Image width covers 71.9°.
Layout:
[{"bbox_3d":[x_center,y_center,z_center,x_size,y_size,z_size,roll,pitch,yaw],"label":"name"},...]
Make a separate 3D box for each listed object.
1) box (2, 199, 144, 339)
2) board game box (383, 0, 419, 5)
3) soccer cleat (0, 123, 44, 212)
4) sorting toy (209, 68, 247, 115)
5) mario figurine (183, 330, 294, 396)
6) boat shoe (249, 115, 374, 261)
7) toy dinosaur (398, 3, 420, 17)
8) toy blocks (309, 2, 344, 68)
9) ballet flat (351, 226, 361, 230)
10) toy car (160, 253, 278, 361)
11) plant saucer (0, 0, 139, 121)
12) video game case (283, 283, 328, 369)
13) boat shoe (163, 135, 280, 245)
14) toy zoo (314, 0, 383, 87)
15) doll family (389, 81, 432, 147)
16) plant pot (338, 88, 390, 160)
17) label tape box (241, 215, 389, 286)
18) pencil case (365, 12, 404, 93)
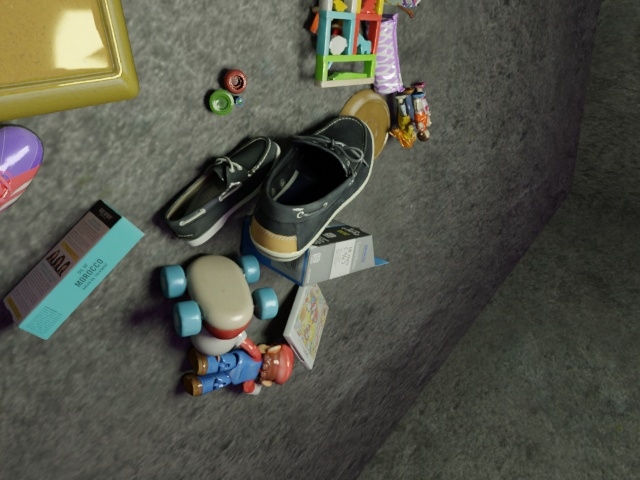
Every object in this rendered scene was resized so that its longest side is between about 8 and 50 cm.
[{"bbox_3d":[-0.443,0.047,0.797,0.244,0.100,0.060,-51,141,-13],"label":"box"},{"bbox_3d":[0.169,-0.708,1.004,0.144,0.142,0.275,-52,140,-13],"label":"board game box"},{"bbox_3d":[-0.527,-0.038,0.640,0.318,0.116,0.109,-49,140,-16],"label":"soccer cleat"},{"bbox_3d":[-0.192,-0.309,0.925,0.061,0.042,0.102,36,95,-36],"label":"sorting toy"},{"bbox_3d":[-0.220,0.338,1.232,0.320,0.170,0.198,6,143,-39],"label":"mario figurine"},{"bbox_3d":[0.005,-0.166,1.009,0.500,0.186,0.156,-56,165,-40],"label":"boat shoe"},{"bbox_3d":[0.231,-0.638,1.200,0.082,0.047,0.090,-21,139,-17],"label":"toy dinosaur"},{"bbox_3d":[0.019,-0.491,1.035,0.123,0.054,0.148,13,101,-51],"label":"toy blocks"},{"bbox_3d":[0.067,0.008,1.397,0.173,0.049,0.057,-35,92,-31],"label":"ballet flat"},{"bbox_3d":[-0.252,0.178,1.038,0.219,0.210,0.238,-7,136,-33],"label":"toy car"},{"bbox_3d":[-0.427,-0.334,0.611,0.332,0.081,0.333,-28,130,-37],"label":"plant saucer"},{"bbox_3d":[-0.037,0.242,1.340,0.206,0.026,0.227,67,31,-44],"label":"video game case"},{"bbox_3d":[-0.207,-0.123,0.951,0.303,0.114,0.091,-54,145,-14],"label":"boat shoe"},{"bbox_3d":[0.071,-0.511,1.012,0.192,0.030,0.293,-21,127,-41],"label":"toy zoo"},{"bbox_3d":[0.270,-0.371,1.337,0.263,0.118,0.163,-62,143,-58],"label":"doll family"},{"bbox_3d":[0.132,-0.316,1.281,0.236,0.032,0.236,-25,128,-37],"label":"plant pot"},{"bbox_3d":[0.000,0.000,1.153,0.333,0.240,0.106,-11,118,-45],"label":"label tape box"},{"bbox_3d":[0.174,-0.493,1.180,0.086,0.088,0.206,-44,137,-25],"label":"pencil case"}]
